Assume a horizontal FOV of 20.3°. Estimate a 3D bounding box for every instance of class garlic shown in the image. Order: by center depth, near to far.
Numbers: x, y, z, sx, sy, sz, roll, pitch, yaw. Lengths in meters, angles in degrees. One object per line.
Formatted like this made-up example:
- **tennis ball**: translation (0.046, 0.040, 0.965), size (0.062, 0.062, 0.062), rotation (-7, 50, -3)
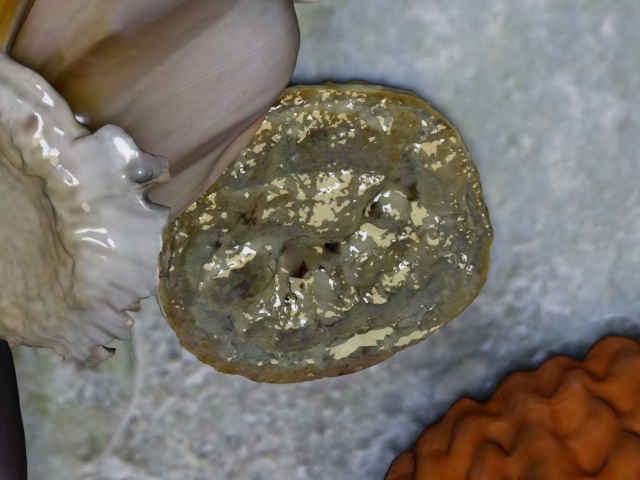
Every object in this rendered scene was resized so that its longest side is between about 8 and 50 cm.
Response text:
- **garlic**: translation (-0.053, -0.059, 0.573), size (0.256, 0.207, 0.207), rotation (-1, 127, 0)

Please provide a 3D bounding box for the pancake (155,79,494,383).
- **pancake**: translation (0.000, 0.000, 0.756), size (0.158, 0.028, 0.158), rotation (-8, 128, -10)

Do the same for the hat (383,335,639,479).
- **hat**: translation (0.150, 0.254, 0.749), size (0.285, 0.400, 0.285), rotation (-4, 128, -5)

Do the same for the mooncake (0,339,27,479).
- **mooncake**: translation (-0.251, 0.093, 0.691), size (0.306, 0.154, 0.306), rotation (-6, 129, -8)
